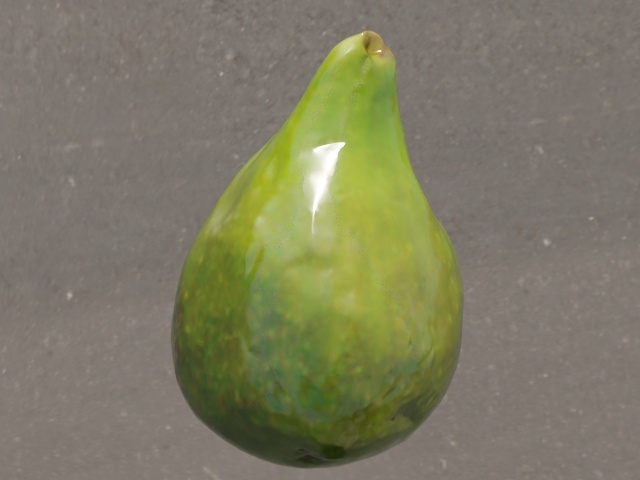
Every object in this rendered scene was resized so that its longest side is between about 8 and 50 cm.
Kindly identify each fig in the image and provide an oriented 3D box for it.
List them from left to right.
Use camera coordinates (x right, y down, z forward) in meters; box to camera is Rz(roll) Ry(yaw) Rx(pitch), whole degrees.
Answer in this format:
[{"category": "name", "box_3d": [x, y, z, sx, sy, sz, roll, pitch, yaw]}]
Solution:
[{"category": "fig", "box_3d": [0.000, 0.000, 0.595, 0.206, 0.206, 0.275, -6, 112, -23]}]
